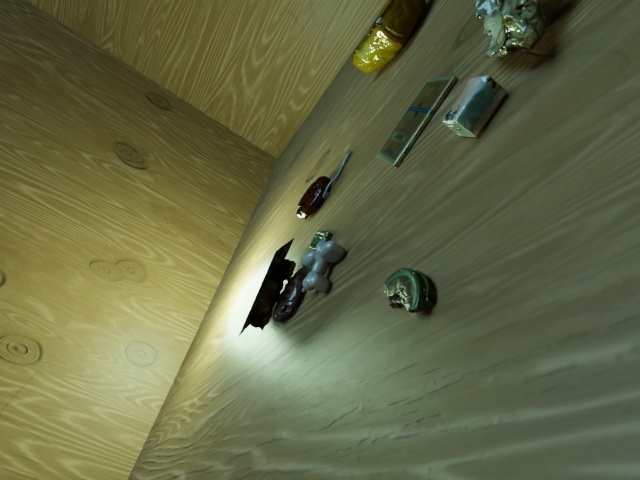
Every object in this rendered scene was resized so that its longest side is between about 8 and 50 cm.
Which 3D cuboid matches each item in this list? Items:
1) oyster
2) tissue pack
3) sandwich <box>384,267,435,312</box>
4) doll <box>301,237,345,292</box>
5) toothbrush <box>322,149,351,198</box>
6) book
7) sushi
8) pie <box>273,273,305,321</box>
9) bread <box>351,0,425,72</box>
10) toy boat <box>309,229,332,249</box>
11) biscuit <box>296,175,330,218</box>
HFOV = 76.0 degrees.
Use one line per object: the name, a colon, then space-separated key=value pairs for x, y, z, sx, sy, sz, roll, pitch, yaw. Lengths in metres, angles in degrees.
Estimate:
oyster: x=0.337 y=-0.421 z=0.730 sx=0.110 sy=0.167 sz=0.341 roll=-13 pitch=32 yaw=10
tissue pack: x=0.271 y=-0.237 z=0.726 sx=0.095 sy=0.058 sz=0.074 roll=-57 pitch=14 yaw=9
sandwich: x=0.134 y=0.076 z=0.638 sx=0.067 sy=0.029 sz=0.135 roll=-61 pitch=15 yaw=-8
doll: x=-0.002 y=0.058 z=1.040 sx=0.160 sy=0.059 sz=0.161 roll=-19 pitch=44 yaw=65
toothbrush: x=0.059 y=-0.237 z=1.456 sx=0.204 sy=0.022 sz=0.017 roll=-62 pitch=4 yaw=-10
book: x=0.234 y=-0.303 z=1.037 sx=0.242 sy=0.018 sz=0.170 roll=-56 pitch=16 yaw=12
sushi: x=-0.139 y=0.147 z=1.280 sx=0.292 sy=0.059 sz=0.294 roll=-49 pitch=-18 yaw=-81
pie: x=-0.088 y=0.163 z=1.160 sx=0.154 sy=0.036 sz=0.154 roll=-54 pitch=17 yaw=24
bread: x=0.292 y=-0.865 z=1.656 sx=0.328 sy=0.148 sz=0.337 roll=-59 pitch=13 yaw=-14
toy boat: x=0.000 y=0.000 z=1.216 sx=0.063 sy=0.016 sz=0.115 roll=-61 pitch=15 yaw=-5
biscuit: x=-0.026 y=-0.161 z=1.536 sx=0.192 sy=0.049 sz=0.192 roll=-45 pitch=25 yaw=28
